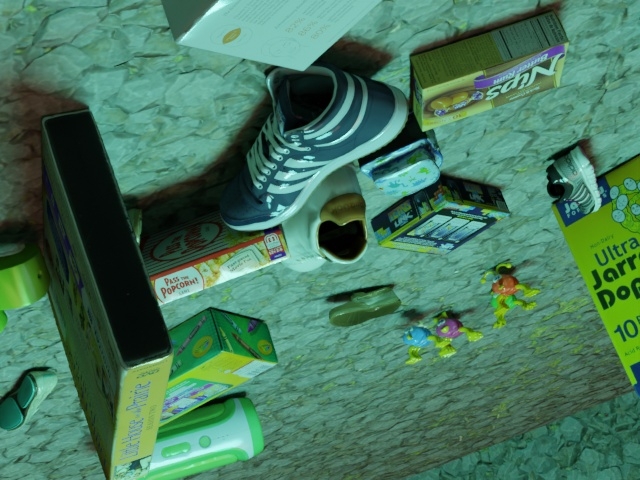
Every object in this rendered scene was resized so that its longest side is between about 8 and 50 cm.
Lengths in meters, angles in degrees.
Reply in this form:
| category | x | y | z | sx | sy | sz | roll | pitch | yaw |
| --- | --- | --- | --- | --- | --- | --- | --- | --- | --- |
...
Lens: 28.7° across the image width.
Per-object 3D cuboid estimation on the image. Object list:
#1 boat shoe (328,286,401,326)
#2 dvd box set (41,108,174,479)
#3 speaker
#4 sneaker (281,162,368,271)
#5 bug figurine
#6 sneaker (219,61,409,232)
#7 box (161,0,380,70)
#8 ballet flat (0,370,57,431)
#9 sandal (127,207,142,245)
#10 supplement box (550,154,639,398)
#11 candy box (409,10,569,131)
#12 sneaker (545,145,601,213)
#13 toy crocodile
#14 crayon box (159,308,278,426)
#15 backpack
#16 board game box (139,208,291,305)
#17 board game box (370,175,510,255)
| category | x | y | z | sx | sy | sz | roll | pitch | yaw |
| --- | --- | --- | --- | --- | --- | --- | --- | --- | --- |
| boat shoe | 0.070 | 0.111 | 2.133 | 0.135 | 0.045 | 0.050 | -11 | 145 | -27 |
| dvd box set | -0.259 | 0.086 | 1.476 | 0.062 | 0.307 | 0.420 | -14 | 156 | -18 |
| speaker | -0.264 | 0.389 | 2.384 | 0.297 | 0.131 | 0.131 | -14 | 156 | -15 |
| sneaker | 0.000 | 0.000 | 1.733 | 0.106 | 0.123 | 0.290 | -16 | 158 | -15 |
| bug figurine | 0.278 | 0.137 | 2.328 | 0.279 | 0.072 | 0.216 | -32 | 161 | 15 |
| sneaker | -0.047 | -0.112 | 1.474 | 0.282 | 0.099 | 0.153 | -34 | 153 | 25 |
| box | -0.048 | -0.244 | 1.183 | 0.170 | 0.091 | 0.130 | 6 | 147 | -46 |
| ballet flat | -0.469 | 0.260 | 2.020 | 0.052 | 0.057 | 0.168 | -13 | 158 | -42 |
| sandal | -0.266 | 0.014 | 1.623 | 0.049 | 0.072 | 0.180 | 5 | 149 | -16 |
| supplement box | 0.556 | 0.066 | 2.025 | 0.194 | 0.356 | 0.195 | -32 | 154 | 24 |
| candy box | 0.203 | -0.205 | 1.527 | 0.187 | 0.053 | 0.109 | -17 | 157 | -4 |
| sneaker | 0.386 | -0.085 | 1.934 | 0.075 | 0.063 | 0.170 | -23 | 152 | 7 |
| toy crocodile | -0.500 | 0.086 | 1.556 | 0.341 | 0.105 | 0.115 | -22 | 121 | 9 |
| crayon box | -0.231 | 0.218 | 2.082 | 0.278 | 0.081 | 0.165 | -30 | 155 | 22 |
| backpack | 0.106 | -0.106 | 1.629 | 0.105 | 0.084 | 0.114 | -25 | 160 | 17 |
| board game box | -0.141 | 0.011 | 1.623 | 0.194 | 0.147 | 0.045 | -21 | 113 | 1 |
| board game box | 0.183 | -0.035 | 1.897 | 0.141 | 0.048 | 0.170 | -33 | 154 | 33 |
